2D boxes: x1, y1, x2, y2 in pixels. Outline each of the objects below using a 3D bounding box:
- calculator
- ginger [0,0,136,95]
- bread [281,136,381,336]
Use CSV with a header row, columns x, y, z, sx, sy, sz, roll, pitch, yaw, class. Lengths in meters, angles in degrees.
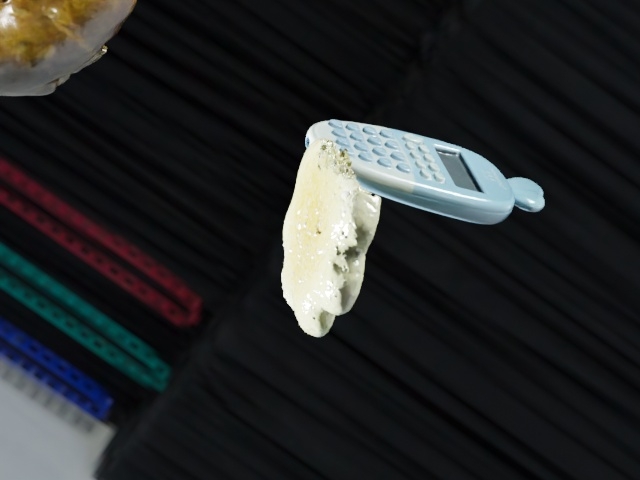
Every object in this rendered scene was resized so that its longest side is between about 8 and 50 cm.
x,y,z,sx,sy,sz,roll,pitch,yaw,class
0.127,-0.081,1.891,0.188,0.303,0.042,-109,38,-65,calculator
-0.386,-0.274,2.051,0.321,0.165,0.172,-17,-43,-16,ginger
0.000,0.000,1.621,0.251,0.039,0.181,-122,47,-67,bread
